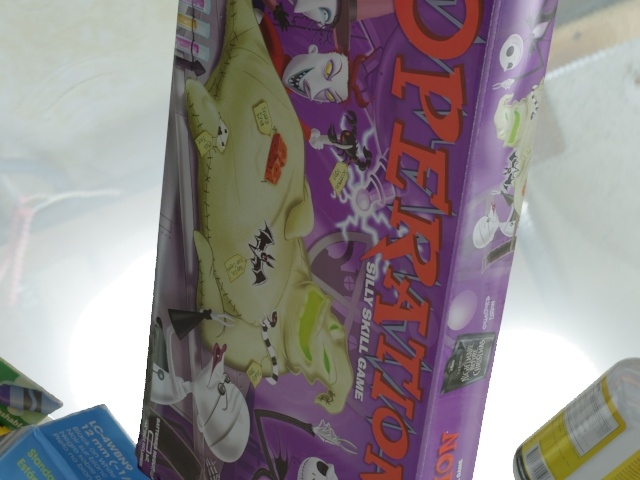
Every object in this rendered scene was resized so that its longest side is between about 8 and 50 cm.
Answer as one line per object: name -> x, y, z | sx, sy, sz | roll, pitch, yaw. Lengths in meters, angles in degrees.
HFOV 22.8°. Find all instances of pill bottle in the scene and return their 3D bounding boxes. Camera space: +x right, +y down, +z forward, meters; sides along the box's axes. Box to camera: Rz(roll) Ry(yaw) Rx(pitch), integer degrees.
pill bottle -> 0.253, 0.162, 1.317 | 0.103, 0.103, 0.184 | 44, -61, -1

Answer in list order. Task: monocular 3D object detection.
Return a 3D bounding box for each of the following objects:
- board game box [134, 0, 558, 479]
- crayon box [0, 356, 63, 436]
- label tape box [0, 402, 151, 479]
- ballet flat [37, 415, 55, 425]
board game box -> 0.000, 0.000, 0.750 | 0.208, 0.056, 0.346 | 26, -62, 39
crayon box -> -0.372, 0.160, 1.180 | 0.203, 0.083, 0.323 | 40, -54, -20
label tape box -> -0.212, 0.273, 1.061 | 0.348, 0.115, 0.249 | -23, -71, 37
ballet flat -> -0.297, 0.206, 1.420 | 0.349, 0.123, 0.123 | -2, -74, -25
